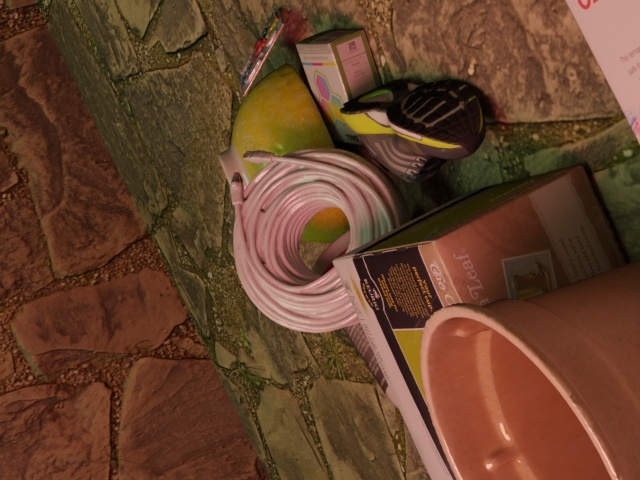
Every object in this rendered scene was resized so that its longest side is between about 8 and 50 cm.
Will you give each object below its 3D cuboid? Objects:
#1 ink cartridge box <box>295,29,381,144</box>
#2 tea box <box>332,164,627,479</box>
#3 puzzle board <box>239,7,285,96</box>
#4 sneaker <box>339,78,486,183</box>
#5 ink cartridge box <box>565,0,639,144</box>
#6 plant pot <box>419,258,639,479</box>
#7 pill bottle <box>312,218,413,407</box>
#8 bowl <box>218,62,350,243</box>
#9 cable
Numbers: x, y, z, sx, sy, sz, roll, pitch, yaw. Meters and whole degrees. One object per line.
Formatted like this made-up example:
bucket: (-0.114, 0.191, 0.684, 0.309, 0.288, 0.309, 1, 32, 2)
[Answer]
ink cartridge box: (0.044, -0.195, 1.918, 0.109, 0.062, 0.209, 17, 130, 63)
tea box: (0.221, 0.115, 1.627, 0.329, 0.220, 0.323, 65, 161, -5)
puzzle board: (-0.092, -0.290, 2.050, 0.128, 0.011, 0.096, -60, 16, 18)
sneaker: (0.135, -0.135, 1.739, 0.121, 0.111, 0.300, 60, 168, -20)
ink cartridge box: (0.357, -0.145, 1.115, 0.306, 0.131, 0.226, 65, 160, 3)
plant pot: (0.315, 0.152, 1.314, 0.334, 0.305, 0.334, 50, 155, 33)
pill bottle: (0.138, 0.130, 1.909, 0.318, 0.176, 0.176, 56, 158, 21)
bowl: (-0.063, -0.109, 2.050, 0.289, 0.156, 0.289, 157, 90, -85)
cable: (0.000, 0.000, 1.847, 0.089, 0.257, 0.257, 17, -107, -65)
